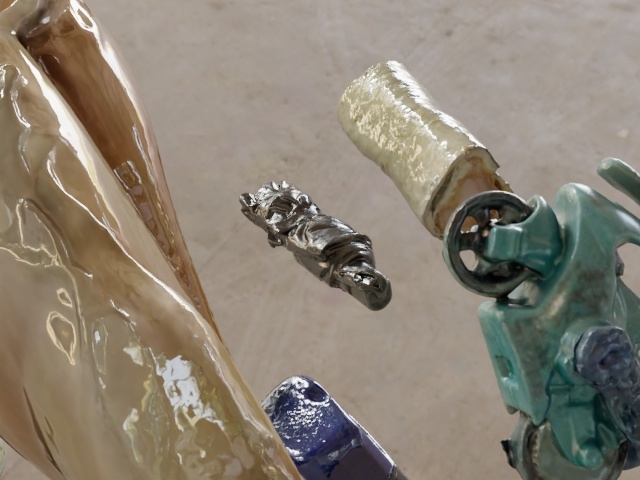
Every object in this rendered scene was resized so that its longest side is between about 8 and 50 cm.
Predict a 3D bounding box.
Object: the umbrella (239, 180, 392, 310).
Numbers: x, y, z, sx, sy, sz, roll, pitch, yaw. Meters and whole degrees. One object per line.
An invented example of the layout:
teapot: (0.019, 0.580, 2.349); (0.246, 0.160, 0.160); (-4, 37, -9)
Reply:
umbrella: (0.000, 0.000, 1.012); (0.066, 0.059, 0.236); (-27, 32, -18)

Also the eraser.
eraser: (0.055, 0.311, 1.361); (0.101, 0.332, 0.155); (-43, 39, -7)

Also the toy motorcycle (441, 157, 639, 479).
toy motorcycle: (0.216, 0.068, 0.836); (0.206, 0.260, 0.154); (-19, 5, -8)

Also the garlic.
garlic: (-0.101, 0.007, 0.426); (0.110, 0.228, 0.217); (-21, 15, -8)

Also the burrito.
burrito: (0.109, -0.105, 1.191); (0.143, 0.105, 0.299); (38, 10, -32)

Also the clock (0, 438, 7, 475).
clock: (-0.243, 0.080, 0.642); (0.103, 0.144, 0.231); (-12, 52, 12)
